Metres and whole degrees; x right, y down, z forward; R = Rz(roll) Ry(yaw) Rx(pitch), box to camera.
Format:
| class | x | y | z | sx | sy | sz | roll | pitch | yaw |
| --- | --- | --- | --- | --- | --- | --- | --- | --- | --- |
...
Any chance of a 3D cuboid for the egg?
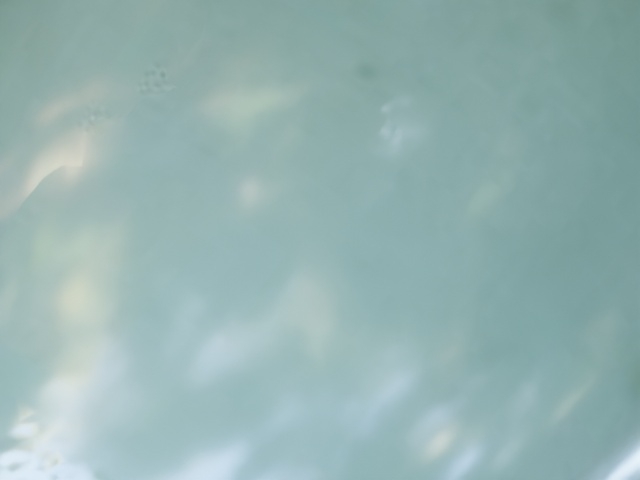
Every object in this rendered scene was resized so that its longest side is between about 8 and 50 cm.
| class | x | y | z | sx | sy | sz | roll | pitch | yaw |
| --- | --- | --- | --- | --- | --- | --- | --- | --- | --- |
| egg | 0.000 | 0.000 | 0.494 | 0.389 | 0.276 | 0.276 | -47 | 146 | -7 |
